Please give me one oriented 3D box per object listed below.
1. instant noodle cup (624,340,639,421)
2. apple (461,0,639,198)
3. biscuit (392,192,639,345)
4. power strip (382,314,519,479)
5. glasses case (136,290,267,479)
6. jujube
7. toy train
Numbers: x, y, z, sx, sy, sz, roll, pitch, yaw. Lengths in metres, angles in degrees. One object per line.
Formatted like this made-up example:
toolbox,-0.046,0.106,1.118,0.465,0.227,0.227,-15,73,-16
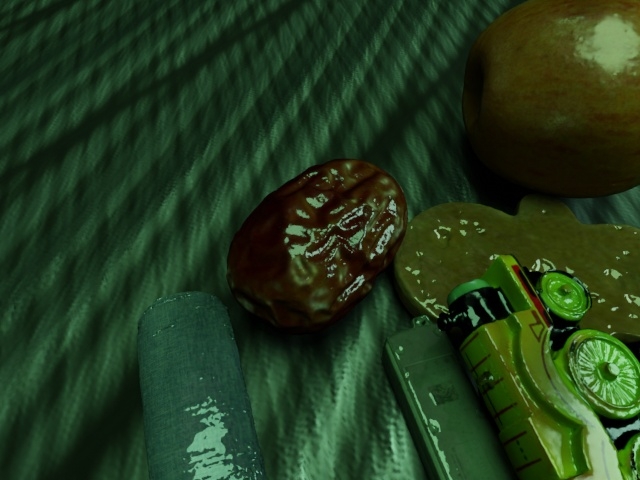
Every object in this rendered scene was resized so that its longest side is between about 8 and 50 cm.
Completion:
instant noodle cup,0.391,0.160,0.483,0.122,0.152,0.151,-13,51,-21
apple,0.347,-0.208,0.694,0.274,0.299,0.299,7,50,16
biscuit,0.271,0.049,0.627,0.354,0.052,0.275,2,52,3
power strip,0.140,0.207,0.494,0.078,0.052,0.272,-12,53,-11
glasses case,-0.130,0.173,0.505,0.109,0.067,0.283,-12,50,-15
jujube,0.000,0.000,0.587,0.174,0.174,0.250,34,60,24
toy train,0.219,0.148,0.449,0.160,0.101,0.296,-6,55,-19
